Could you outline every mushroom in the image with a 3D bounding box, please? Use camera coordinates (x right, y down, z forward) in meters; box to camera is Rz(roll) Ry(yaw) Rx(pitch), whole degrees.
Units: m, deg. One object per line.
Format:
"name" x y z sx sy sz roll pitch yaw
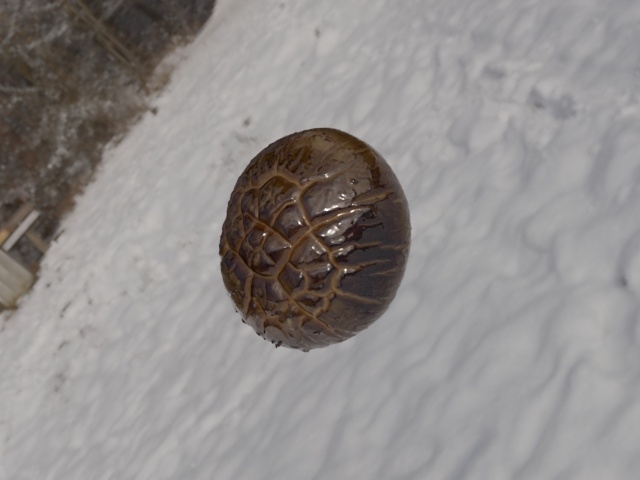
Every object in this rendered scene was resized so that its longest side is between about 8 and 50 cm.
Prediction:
"mushroom" -0.007 0.000 0.525 0.109 0.085 0.126 8 96 59
